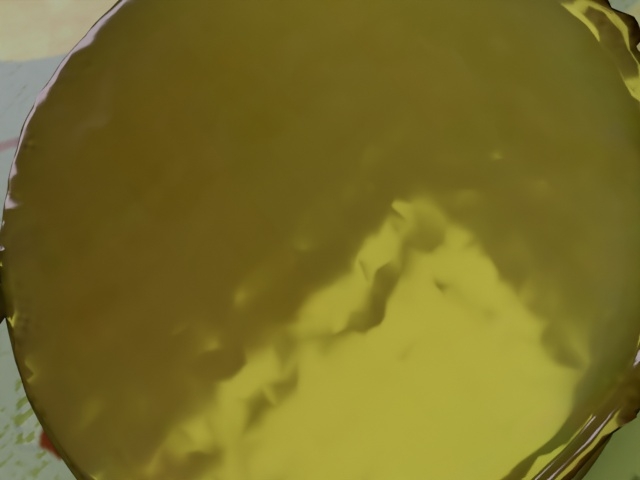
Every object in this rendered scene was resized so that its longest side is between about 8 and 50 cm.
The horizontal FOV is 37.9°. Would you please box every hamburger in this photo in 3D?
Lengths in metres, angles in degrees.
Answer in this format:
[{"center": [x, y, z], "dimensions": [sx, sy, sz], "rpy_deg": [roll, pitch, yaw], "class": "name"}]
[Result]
[{"center": [0.000, 0.000, 0.418], "dimensions": [0.261, 0.186, 0.303], "rpy_deg": [-39, 71, -7], "class": "hamburger"}]
